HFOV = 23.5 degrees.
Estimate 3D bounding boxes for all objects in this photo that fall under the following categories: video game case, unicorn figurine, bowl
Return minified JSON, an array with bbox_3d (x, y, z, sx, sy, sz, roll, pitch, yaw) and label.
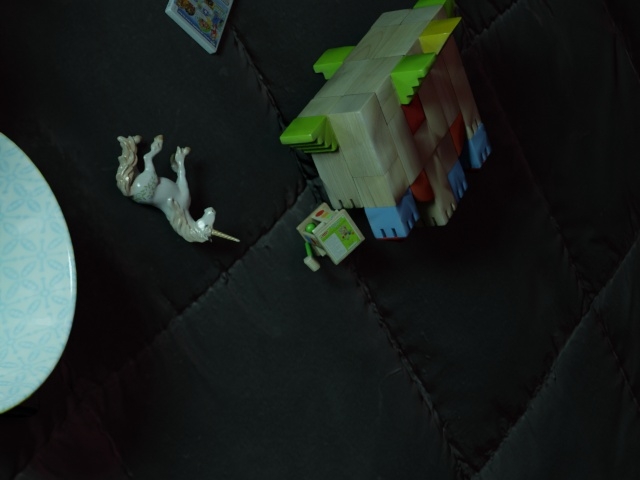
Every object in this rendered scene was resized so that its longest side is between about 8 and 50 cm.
[{"bbox_3d":[-0.147,-0.307,1.929,0.087,0.011,0.122,42,49,-36],"label":"video game case"},{"bbox_3d":[-0.176,-0.059,1.789,0.162,0.060,0.111,13,69,-31],"label":"unicorn figurine"},{"bbox_3d":[-0.384,0.033,1.417,0.289,0.156,0.289,18,65,-47],"label":"bowl"}]

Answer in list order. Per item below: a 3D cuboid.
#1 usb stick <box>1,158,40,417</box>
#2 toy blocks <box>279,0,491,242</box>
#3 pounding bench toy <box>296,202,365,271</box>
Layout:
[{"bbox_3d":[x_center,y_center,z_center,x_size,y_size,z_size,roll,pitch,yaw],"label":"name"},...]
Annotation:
[{"bbox_3d":[-0.322,0.046,1.579,0.077,0.045,0.278,14,68,-47],"label":"usb stick"},{"bbox_3d":[0.112,-0.134,2.087,0.381,0.191,0.261,-54,131,-45],"label":"toy blocks"},{"bbox_3d":[0.000,0.000,1.979,0.083,0.065,0.052,-43,116,-14],"label":"pounding bench toy"}]
